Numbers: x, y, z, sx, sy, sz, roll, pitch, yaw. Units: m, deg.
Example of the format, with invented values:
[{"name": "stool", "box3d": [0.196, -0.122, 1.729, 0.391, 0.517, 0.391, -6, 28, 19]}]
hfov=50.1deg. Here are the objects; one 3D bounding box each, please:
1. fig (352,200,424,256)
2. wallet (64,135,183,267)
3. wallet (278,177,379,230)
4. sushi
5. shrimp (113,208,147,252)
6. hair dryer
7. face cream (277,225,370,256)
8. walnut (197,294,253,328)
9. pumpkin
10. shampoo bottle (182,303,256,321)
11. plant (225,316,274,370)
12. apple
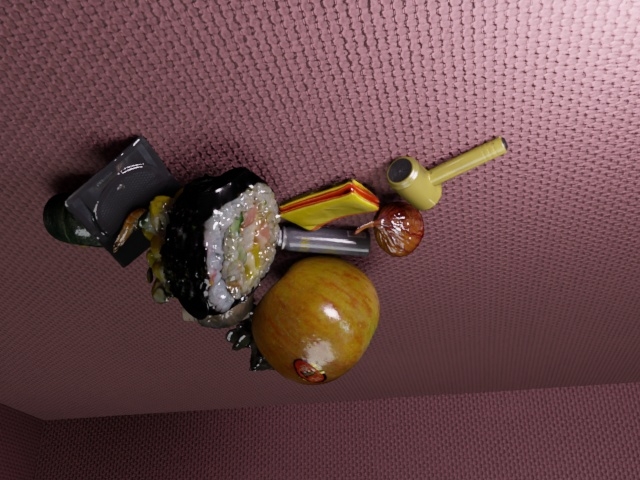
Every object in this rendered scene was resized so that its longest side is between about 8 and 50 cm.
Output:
[{"name": "fig", "box3d": [0.170, -0.043, 1.762, 0.201, 0.146, 0.133, 18, 133, -43]}, {"name": "wallet", "box3d": [-0.447, -0.086, 1.643, 0.247, 0.041, 0.323, -43, 154, -13]}, {"name": "wallet", "box3d": [0.024, -0.092, 1.775, 0.241, 0.067, 0.141, -15, 154, 35]}, {"name": "sushi", "box3d": [-0.285, -0.016, 1.649, 0.285, 0.328, 0.329, 14, 127, 25]}, {"name": "shrimp", "box3d": [-0.453, -0.021, 1.647, 0.025, 0.127, 0.091, 38, -179, 21]}, {"name": "hair dryer", "box3d": [0.301, -0.175, 1.606, 0.278, 0.090, 0.135, -25, 142, 28]}, {"name": "face cream", "box3d": [0.000, 0.000, 1.929, 0.283, 0.073, 0.073, 5, 152, -10]}, {"name": "walnut", "box3d": [-0.313, 0.174, 2.131, 0.224, 0.224, 0.224, 0, 153, 0]}, {"name": "pumpkin", "box3d": [-0.586, -0.058, 1.720, 0.211, 0.152, 0.211, 15, 173, 2]}, {"name": "shampoo bottle", "box3d": [-0.348, 0.244, 2.386, 0.256, 0.078, 0.127, -3, 149, -1]}, {"name": "plant", "box3d": [-0.205, 0.379, 2.529, 0.276, 0.189, 0.199, 18, 146, -32]}, {"name": "apple", "box3d": [-0.021, 0.227, 2.045, 0.333, 0.400, 0.400, 42, 138, -14]}]
